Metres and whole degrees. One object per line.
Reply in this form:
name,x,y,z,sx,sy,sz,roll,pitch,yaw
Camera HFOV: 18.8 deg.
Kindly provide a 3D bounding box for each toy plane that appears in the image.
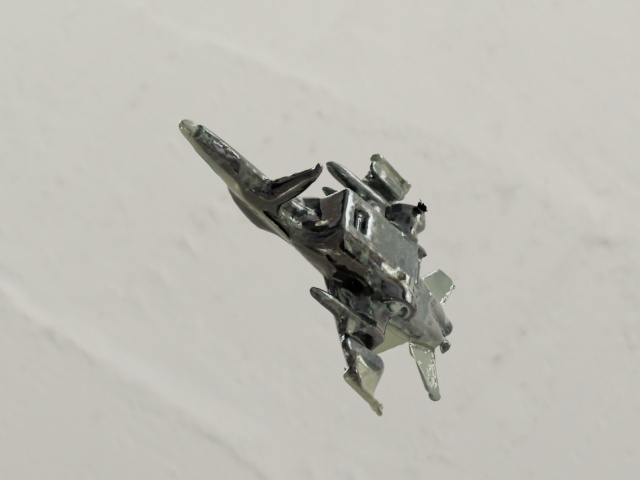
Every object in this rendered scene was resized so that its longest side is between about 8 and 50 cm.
toy plane,0.009,-0.003,1.224,0.088,0.262,0.192,-16,-133,27
